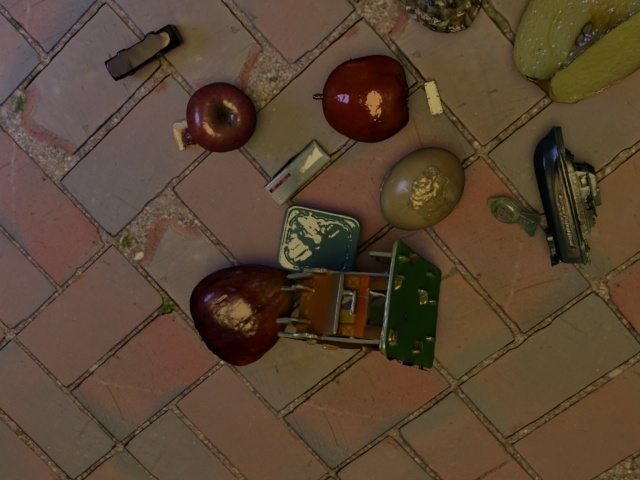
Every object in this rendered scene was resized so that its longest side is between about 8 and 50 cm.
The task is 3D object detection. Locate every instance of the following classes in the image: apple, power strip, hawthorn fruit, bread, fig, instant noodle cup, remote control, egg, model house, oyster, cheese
[{"bbox_3d":[0.536,-0.417,1.462,0.254,0.179,0.346,40,132,-11],"label":"apple"},{"bbox_3d":[0.241,-0.307,1.641,0.027,0.017,0.083,-13,105,11],"label":"power strip"},{"bbox_3d":[0.083,-0.293,1.588,0.202,0.185,0.185,8,108,11],"label":"hawthorn fruit"},{"bbox_3d":[-0.290,-0.245,1.734,0.083,0.035,0.070,-11,103,15],"label":"bread"},{"bbox_3d":[-0.181,0.160,1.752,0.263,0.224,0.224,-38,98,25],"label":"fig"},{"bbox_3d":[0.000,0.000,1.746,0.179,0.070,0.157,13,107,5],"label":"instant noodle cup"},{"bbox_3d":[-0.055,-0.151,1.729,0.166,0.029,0.065,-42,98,18],"label":"remote control"},{"bbox_3d":[0.215,-0.107,1.631,0.164,0.164,0.201,45,112,-6],"label":"egg"},{"bbox_3d":[0.078,0.135,1.670,0.312,0.357,0.243,5,80,26],"label":"model house"},{"bbox_3d":[0.210,-0.577,1.504,0.162,0.158,0.351,-29,118,-19],"label":"oyster"},{"bbox_3d":[0.418,-0.057,1.670,0.120,0.026,0.067,30,138,18],"label":"cheese"},{"bbox_3d":[-0.216,-0.265,1.663,0.153,0.120,0.154,1,87,-15],"label":"apple"}]

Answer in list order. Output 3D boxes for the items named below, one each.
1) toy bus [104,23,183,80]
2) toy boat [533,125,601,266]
[{"bbox_3d":[-0.383,-0.410,1.677,0.172,0.072,0.057,-26,103,14],"label":"toy bus"},{"bbox_3d":[0.521,-0.097,1.611,0.122,0.114,0.296,-10,106,18],"label":"toy boat"}]
